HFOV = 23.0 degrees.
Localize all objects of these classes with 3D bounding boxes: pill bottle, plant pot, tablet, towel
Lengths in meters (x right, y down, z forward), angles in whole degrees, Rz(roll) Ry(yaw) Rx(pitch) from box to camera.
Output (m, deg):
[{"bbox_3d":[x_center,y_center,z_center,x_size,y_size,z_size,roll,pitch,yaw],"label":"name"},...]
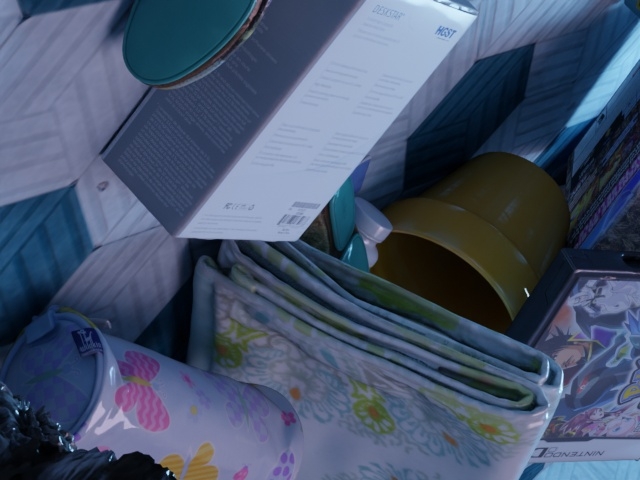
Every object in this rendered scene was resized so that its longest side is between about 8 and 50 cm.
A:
[{"bbox_3d":[0.013,0.017,1.480,0.116,0.065,0.065,-49,159,16],"label":"pill bottle"},{"bbox_3d":[0.155,0.015,1.583,0.188,0.205,0.205,-48,166,-37],"label":"plant pot"},{"bbox_3d":[0.011,-0.045,1.439,0.083,0.006,0.054,-31,157,-29],"label":"tablet"},{"bbox_3d":[0.032,0.152,1.419,0.090,0.320,0.374,-57,169,-30],"label":"towel"}]

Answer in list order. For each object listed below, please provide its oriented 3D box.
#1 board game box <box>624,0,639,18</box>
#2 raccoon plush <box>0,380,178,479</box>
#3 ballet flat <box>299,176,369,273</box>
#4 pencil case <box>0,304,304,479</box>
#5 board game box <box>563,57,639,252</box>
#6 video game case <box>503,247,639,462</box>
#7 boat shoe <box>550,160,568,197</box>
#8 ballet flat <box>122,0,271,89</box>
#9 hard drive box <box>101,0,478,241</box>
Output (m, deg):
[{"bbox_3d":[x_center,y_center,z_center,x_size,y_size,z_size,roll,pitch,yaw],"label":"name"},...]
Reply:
[{"bbox_3d":[0.456,-0.370,1.528,0.336,0.079,0.254,-38,160,-15],"label":"board game box"},{"bbox_3d":[-0.201,0.236,1.036,0.216,0.446,0.299,-52,149,-17],"label":"raccoon plush"},{"bbox_3d":[0.000,0.000,1.389,0.073,0.067,0.206,-57,154,-35],"label":"ballet flat"},{"bbox_3d":[-0.132,0.143,1.268,0.113,0.124,0.273,-43,140,16],"label":"pencil case"},{"bbox_3d":[0.370,-0.069,1.635,0.232,0.141,0.291,-58,-172,34],"label":"board game box"},{"bbox_3d":[0.272,0.119,1.514,0.248,0.035,0.275,3,133,-30],"label":"video game case"},{"bbox_3d":[0.402,-0.137,1.862,0.335,0.095,0.112,-46,-161,-5],"label":"boat shoe"},{"bbox_3d":[-0.046,-0.187,0.974,0.221,0.077,0.079,-56,176,30],"label":"ballet flat"},{"bbox_3d":[-0.018,-0.112,1.133,0.232,0.089,0.181,-50,159,17],"label":"hard drive box"}]
